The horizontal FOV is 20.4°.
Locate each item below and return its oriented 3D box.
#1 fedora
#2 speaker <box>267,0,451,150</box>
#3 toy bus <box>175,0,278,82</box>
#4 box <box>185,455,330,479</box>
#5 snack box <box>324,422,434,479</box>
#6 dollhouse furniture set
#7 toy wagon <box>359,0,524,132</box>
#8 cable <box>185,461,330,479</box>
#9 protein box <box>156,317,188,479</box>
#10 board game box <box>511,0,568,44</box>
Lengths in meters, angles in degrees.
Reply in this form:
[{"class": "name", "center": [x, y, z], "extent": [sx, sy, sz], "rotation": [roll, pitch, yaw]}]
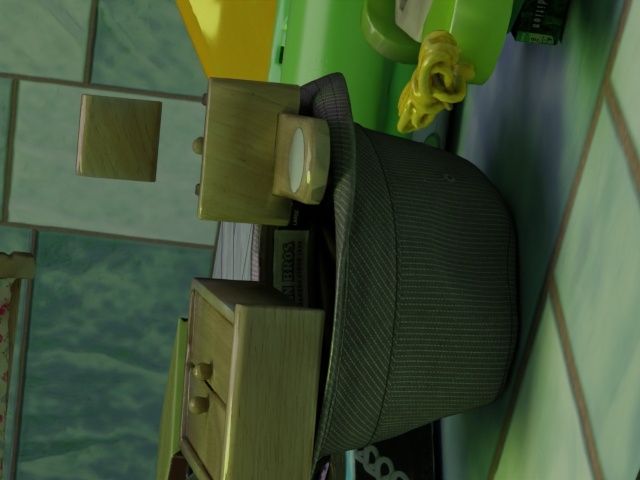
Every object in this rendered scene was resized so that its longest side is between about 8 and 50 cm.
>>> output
[{"class": "fedora", "center": [0.039, 0.030, 1.025], "extent": [0.275, 0.124, 0.244], "rotation": [-118, 33, -68]}, {"class": "speaker", "center": [0.030, -0.107, 1.234], "extent": [0.131, 0.131, 0.297], "rotation": [-132, 50, -81]}, {"class": "toy bus", "center": [-0.043, -0.198, 1.348], "extent": [0.130, 0.108, 0.333], "rotation": [-47, -61, -57]}, {"class": "box", "center": [-0.028, 0.158, 1.323], "extent": [0.183, 0.056, 0.231], "rotation": [-42, -7, -19]}, {"class": "snack box", "center": [0.031, 0.278, 1.125], "extent": [0.187, 0.060, 0.322], "rotation": [103, 170, -48]}, {"class": "dollhouse furniture set", "center": [-0.188, 0.053, 0.932], "extent": [0.174, 0.355, 0.303], "rotation": [-157, 72, -77]}, {"class": "toy wagon", "center": [0.080, -0.204, 0.934], "extent": [0.267, 0.068, 0.344], "rotation": [110, 165, -58]}, {"class": "cable", "center": [-0.038, 0.155, 1.470], "extent": [0.047, 0.150, 0.184], "rotation": [7, 89, 64]}, {"class": "protein box", "center": [-0.109, 0.231, 2.006], "extent": [0.201, 0.136, 0.200], "rotation": [104, 169, -45]}, {"class": "board game box", "center": [0.117, -0.219, 1.034], "extent": [0.260, 0.030, 0.136], "rotation": [-98, 14, -64]}]
